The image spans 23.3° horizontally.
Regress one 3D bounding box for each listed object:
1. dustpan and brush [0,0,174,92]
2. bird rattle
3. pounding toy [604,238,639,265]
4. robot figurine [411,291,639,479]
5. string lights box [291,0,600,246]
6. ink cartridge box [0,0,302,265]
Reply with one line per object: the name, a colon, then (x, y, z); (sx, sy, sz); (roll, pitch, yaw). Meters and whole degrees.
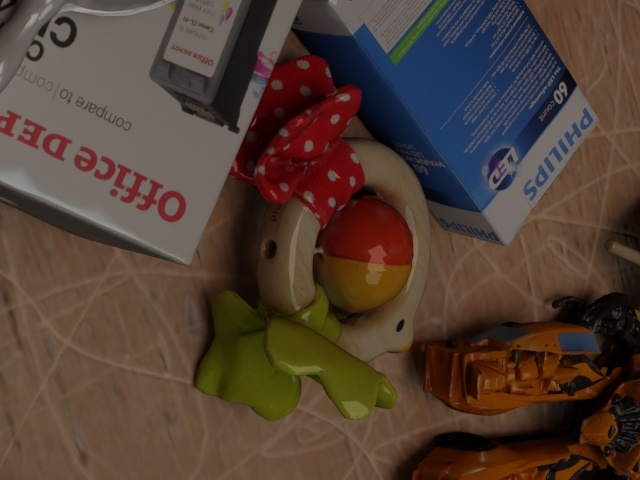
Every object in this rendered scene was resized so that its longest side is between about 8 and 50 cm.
dustpan and brush: (-0.123, -0.152, 0.805); (0.147, 0.060, 0.211); (37, 70, -23)
bird rattle: (0.000, 0.000, 1.090); (0.207, 0.143, 0.253); (2, 86, -51)
pounding toy: (0.314, 0.014, 1.325); (0.141, 0.100, 0.130); (-62, 138, -53)
robot figurine: (0.197, 0.152, 1.277); (0.291, 0.085, 0.211); (-1, 102, -39)
string lights box: (0.089, -0.130, 1.129); (0.133, 0.077, 0.259); (-52, 127, -17)
ink cartridge box: (-0.129, -0.167, 0.909); (0.226, 0.131, 0.306); (26, 82, -40)
